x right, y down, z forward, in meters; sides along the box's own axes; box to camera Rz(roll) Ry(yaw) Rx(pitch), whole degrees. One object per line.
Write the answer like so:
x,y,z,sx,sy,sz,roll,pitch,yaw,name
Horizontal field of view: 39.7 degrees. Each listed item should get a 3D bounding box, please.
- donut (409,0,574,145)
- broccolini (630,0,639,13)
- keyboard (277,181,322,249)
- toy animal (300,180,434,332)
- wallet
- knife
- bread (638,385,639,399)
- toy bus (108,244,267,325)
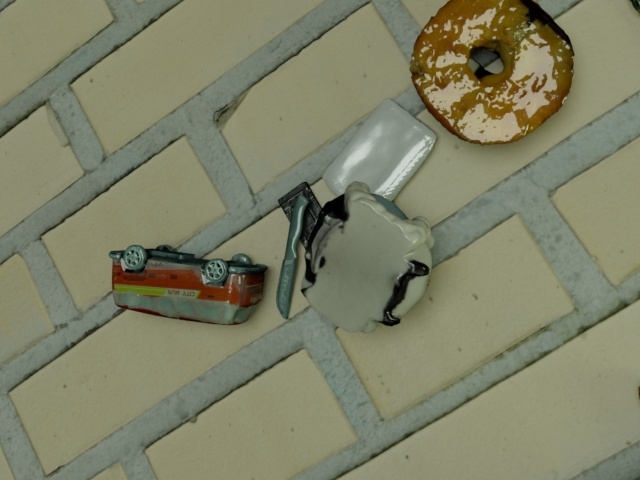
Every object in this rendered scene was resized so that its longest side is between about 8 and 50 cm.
0.265,-0.266,1.374,0.253,0.118,0.254,-4,79,20,donut
0.502,-0.324,1.347,0.042,0.044,0.218,-19,82,0,broccolini
0.000,0.000,1.483,0.061,0.013,0.204,-34,74,12,keyboard
0.080,0.022,1.372,0.204,0.156,0.208,31,117,11,toy animal
0.098,-0.134,1.458,0.124,0.032,0.183,41,99,19,wallet
-0.049,0.028,1.485,0.028,0.015,0.210,12,93,21,knife
0.499,0.270,1.258,0.052,0.044,0.157,-23,75,21,bread
-0.223,0.074,1.500,0.265,0.121,0.120,7,94,19,toy bus
